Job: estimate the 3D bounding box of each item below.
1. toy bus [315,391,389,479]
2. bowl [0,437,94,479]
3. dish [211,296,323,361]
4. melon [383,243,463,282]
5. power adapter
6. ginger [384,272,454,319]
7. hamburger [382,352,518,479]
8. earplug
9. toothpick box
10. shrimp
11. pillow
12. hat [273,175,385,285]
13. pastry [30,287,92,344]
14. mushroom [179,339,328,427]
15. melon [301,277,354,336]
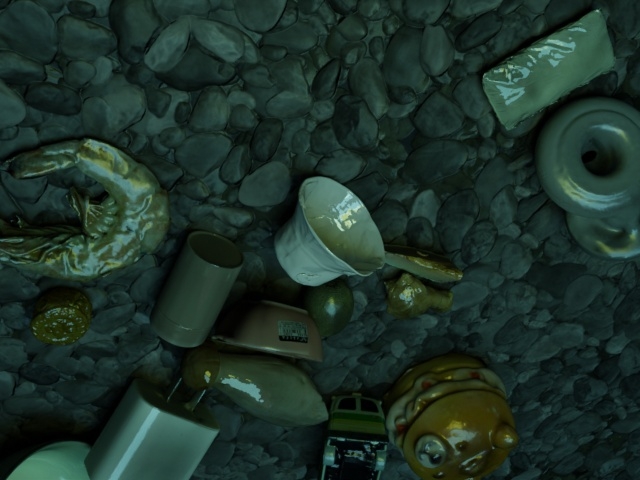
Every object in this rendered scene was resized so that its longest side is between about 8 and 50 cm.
[{"bbox_3d":[0.063,0.471,1.660,0.133,0.165,0.276,7,125,-2],"label":"toy bus"},{"bbox_3d":[-0.551,0.558,1.476,0.185,0.354,0.354,-8,136,33],"label":"bowl"},{"bbox_3d":[-0.091,0.156,1.393,0.213,0.213,0.090,17,79,-26],"label":"dish"},{"bbox_3d":[0.165,0.038,1.431,0.182,0.098,0.054,17,94,-9],"label":"melon"},{"bbox_3d":[-0.307,0.364,1.483,0.187,0.124,0.255,30,92,-33],"label":"power adapter"},{"bbox_3d":[0.188,0.121,1.507,0.165,0.067,0.096,23,114,-33],"label":"ginger"},{"bbox_3d":[0.284,0.402,1.633,0.276,0.237,0.276,-8,124,-12],"label":"hamburger"},{"bbox_3d":[0.506,-0.102,1.386,0.214,0.175,0.325,-31,118,0],"label":"earplug"},{"bbox_3d":[-0.215,0.086,1.335,0.111,0.111,0.181,16,118,-26],"label":"toothpick box"},{"bbox_3d":[-0.416,-0.043,1.212,0.360,0.085,0.247,-4,117,-17],"label":"shrimp"},{"bbox_3d":[0.382,-0.281,1.281,0.229,0.051,0.128,-30,130,4],"label":"pillow"},{"bbox_3d":[0.000,0.000,1.316,0.126,0.203,0.203,-33,130,32],"label":"hat"},{"bbox_3d":[-0.449,0.131,1.337,0.109,0.057,0.097,-31,133,10],"label":"pastry"},{"bbox_3d":[-0.113,0.284,1.495,0.350,0.128,0.128,27,114,-31],"label":"mushroom"},{"bbox_3d":[0.014,0.124,1.438,0.098,0.098,0.131,-8,133,-11],"label":"melon"}]
